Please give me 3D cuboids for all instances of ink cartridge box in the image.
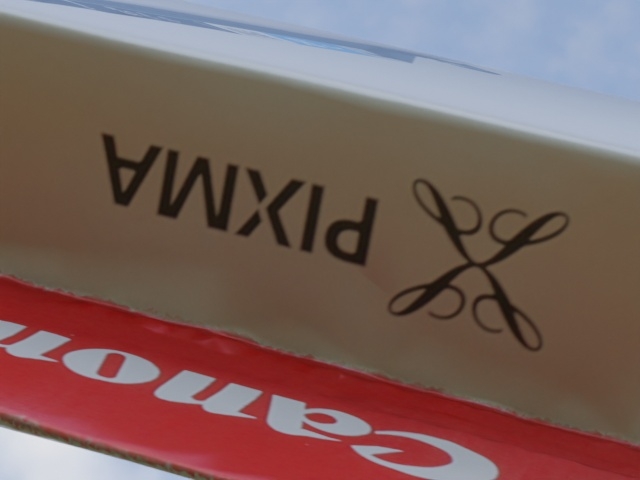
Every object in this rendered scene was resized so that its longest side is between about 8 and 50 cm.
[{"bbox_3d":[0.000,0.000,0.379,0.296,0.261,0.066,14,-79,15],"label":"ink cartridge box"}]
